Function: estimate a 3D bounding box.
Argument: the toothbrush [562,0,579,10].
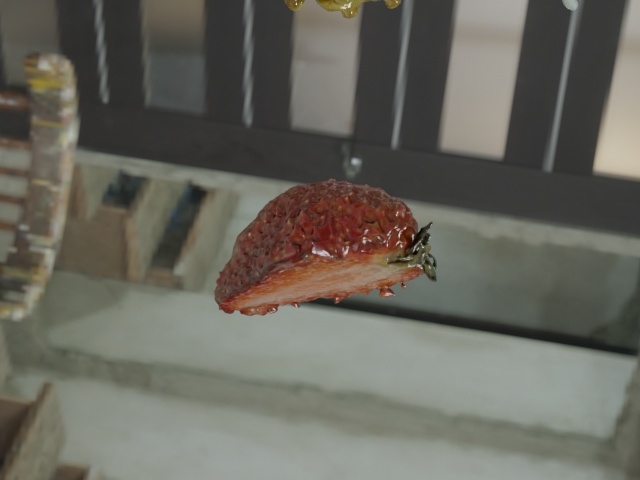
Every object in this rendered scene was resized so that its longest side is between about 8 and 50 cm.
[{"bbox_3d":[0.241,-0.265,1.326,0.022,0.017,0.204,-57,162,4],"label":"toothbrush"}]

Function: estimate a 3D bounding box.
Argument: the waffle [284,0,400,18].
[{"bbox_3d":[0.006,-0.282,1.002,0.253,0.249,0.056,-41,-153,39],"label":"waffle"}]

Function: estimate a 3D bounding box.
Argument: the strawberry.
[{"bbox_3d":[-0.002,-0.002,1.347,0.175,0.235,0.107,67,19,-68],"label":"strawberry"}]
